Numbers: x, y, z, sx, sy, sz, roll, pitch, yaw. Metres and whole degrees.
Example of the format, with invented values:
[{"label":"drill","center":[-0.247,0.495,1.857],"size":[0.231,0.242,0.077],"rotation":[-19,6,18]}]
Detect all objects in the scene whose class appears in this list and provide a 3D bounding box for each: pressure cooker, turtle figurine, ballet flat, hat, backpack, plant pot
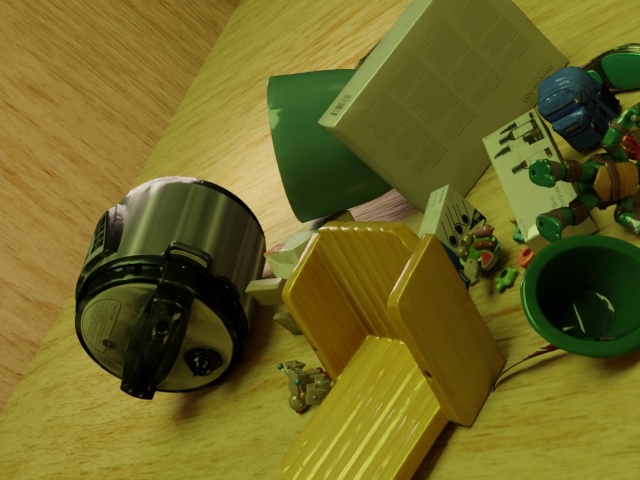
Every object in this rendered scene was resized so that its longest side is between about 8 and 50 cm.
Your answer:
[{"label":"pressure cooker","center":[-0.312,0.113,2.083],"size":[0.375,0.370,0.420],"rotation":[-13,39,20]},{"label":"turtle figurine","center":[0.401,-0.080,1.353],"size":[0.234,0.175,0.118],"rotation":[-16,-5,-18]},{"label":"ballet flat","center":[0.471,-0.276,1.603],"size":[0.079,0.077,0.221],"rotation":[-42,15,-33]},{"label":"hat","center":[0.345,0.108,1.319],"size":[0.208,0.183,0.173],"rotation":[9,62,16]},{"label":"backpack","center":[0.402,-0.208,1.553],"size":[0.098,0.120,0.101],"rotation":[-32,30,37]},{"label":"plant pot","center":[0.049,-0.198,1.913],"size":[0.235,0.293,0.293],"rotation":[-11,35,10]}]

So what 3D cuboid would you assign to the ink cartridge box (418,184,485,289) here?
[{"label":"ink cartridge box","center":[0.204,0.018,1.614],"size":[0.046,0.097,0.207],"rotation":[-26,34,45]}]

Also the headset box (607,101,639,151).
[{"label":"headset box","center":[0.473,-0.172,1.482],"size":[0.083,0.032,0.062],"rotation":[-35,28,36]}]

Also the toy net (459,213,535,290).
[{"label":"toy net","center":[0.319,-0.033,1.544],"size":[0.232,0.045,0.122],"rotation":[-51,23,1]}]

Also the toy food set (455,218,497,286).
[{"label":"toy food set","center":[0.243,0.011,1.537],"size":[0.078,0.019,0.122],"rotation":[-43,27,19]}]

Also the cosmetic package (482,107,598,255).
[{"label":"cosmetic package","center":[0.328,-0.089,1.505],"size":[0.099,0.060,0.239],"rotation":[-33,42,19]}]

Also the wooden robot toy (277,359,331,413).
[{"label":"wooden robot toy","center":[-0.024,0.268,1.740],"size":[0.173,0.076,0.079],"rotation":[-153,66,-66]}]

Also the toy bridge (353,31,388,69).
[{"label":"toy bridge","center":[0.144,-0.430,2.165],"size":[0.188,0.026,0.063],"rotation":[-32,25,41]}]

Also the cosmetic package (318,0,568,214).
[{"label":"cosmetic package","center":[0.221,-0.265,1.762],"size":[0.377,0.284,0.097],"rotation":[-52,22,-2]}]

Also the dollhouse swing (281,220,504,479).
[{"label":"dollhouse swing","center":[0.032,0.185,1.473],"size":[0.305,0.315,0.347],"rotation":[-38,18,-22]}]

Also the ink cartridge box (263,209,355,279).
[{"label":"ink cartridge box","center":[0.000,0.000,1.964],"size":[0.198,0.067,0.115],"rotation":[-34,14,-32]}]

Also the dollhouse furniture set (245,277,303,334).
[{"label":"dollhouse furniture set","center":[-0.040,0.087,1.893],"size":[0.144,0.151,0.123],"rotation":[-9,47,55]}]
